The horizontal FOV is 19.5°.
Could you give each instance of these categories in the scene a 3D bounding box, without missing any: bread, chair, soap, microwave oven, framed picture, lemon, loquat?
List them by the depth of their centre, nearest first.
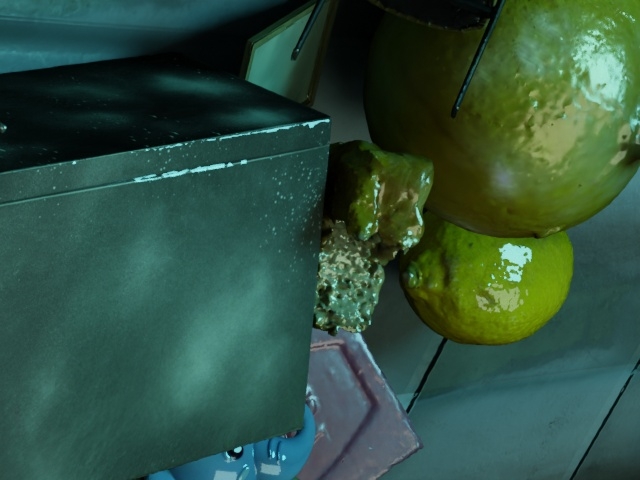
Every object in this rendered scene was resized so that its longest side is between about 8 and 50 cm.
[{"bbox_3d":[-0.235,0.040,1.610,0.432,0.236,0.374,-11,116,-39],"label":"microwave oven"},{"bbox_3d":[0.099,-0.264,1.687,0.247,0.158,0.172,-63,171,-49],"label":"chair"},{"bbox_3d":[0.000,0.000,1.798,0.109,0.380,0.185,18,85,-15],"label":"bread"},{"bbox_3d":[-0.038,-0.160,1.807,0.201,0.010,0.136,-41,151,-56],"label":"framed picture"},{"bbox_3d":[0.218,-0.150,1.880,0.328,0.359,0.328,-43,148,-37],"label":"loquat"},{"bbox_3d":[-0.095,0.221,2.017,0.359,0.128,0.233,-33,102,-19],"label":"soap"},{"bbox_3d":[0.192,0.031,2.172,0.256,0.188,0.188,-6,129,-45],"label":"lemon"}]

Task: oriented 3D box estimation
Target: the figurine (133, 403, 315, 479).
[{"bbox_3d":[-0.096,0.229,1.885,0.262,0.154,0.180,33,67,-35],"label":"figurine"}]
